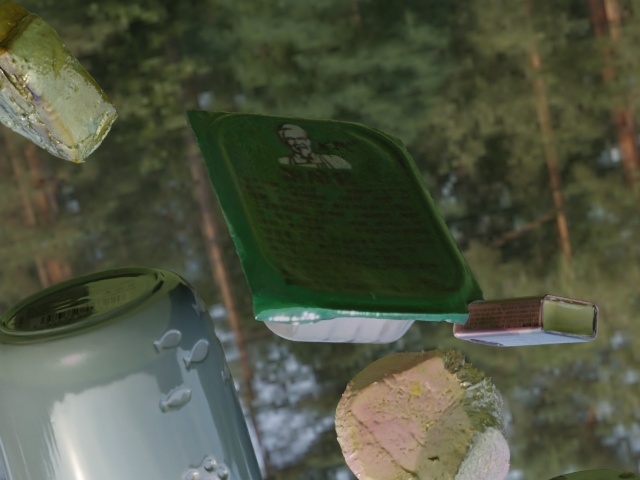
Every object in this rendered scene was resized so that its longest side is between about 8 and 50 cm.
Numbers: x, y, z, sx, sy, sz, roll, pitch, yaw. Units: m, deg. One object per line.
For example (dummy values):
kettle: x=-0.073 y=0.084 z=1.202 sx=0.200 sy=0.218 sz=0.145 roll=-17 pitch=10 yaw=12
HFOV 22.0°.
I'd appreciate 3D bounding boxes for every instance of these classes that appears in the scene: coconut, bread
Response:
coconut: x=0.145 y=0.260 z=2.171 sx=0.233 sy=0.233 sz=0.245 roll=-10 pitch=160 yaw=10
bread: x=-0.230 y=-0.125 z=1.281 sx=0.117 sy=0.156 sz=0.064 roll=16 pitch=-115 yaw=44

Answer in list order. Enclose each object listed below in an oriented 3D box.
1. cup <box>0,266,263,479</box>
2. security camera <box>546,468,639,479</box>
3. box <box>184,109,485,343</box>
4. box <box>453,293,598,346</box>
cup: x=-0.197 y=0.167 z=1.761 sx=0.259 sy=0.275 sz=0.357 roll=-9 pitch=-162 yaw=20
security camera: x=0.306 y=0.351 z=1.925 sx=0.157 sy=0.080 sz=0.301 roll=-7 pitch=-166 yaw=19
box: x=0.000 y=0.000 z=1.769 sx=0.264 sy=0.106 sz=0.337 roll=4 pitch=-143 yaw=-23
box: x=0.320 y=0.127 z=2.581 sx=0.120 sy=0.069 sz=0.224 roll=11 pitch=170 yaw=-29
